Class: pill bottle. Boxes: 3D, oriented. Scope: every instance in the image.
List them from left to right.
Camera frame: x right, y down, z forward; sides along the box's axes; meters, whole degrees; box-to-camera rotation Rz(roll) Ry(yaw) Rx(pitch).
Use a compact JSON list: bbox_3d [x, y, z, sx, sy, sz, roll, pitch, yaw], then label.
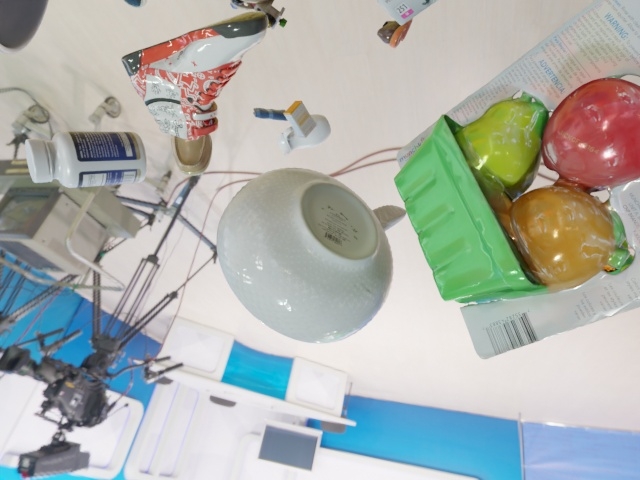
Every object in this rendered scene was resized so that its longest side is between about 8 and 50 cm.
[{"bbox_3d":[-0.402,-0.141,0.708,0.169,0.094,0.094,-13,169,-41],"label":"pill bottle"}]

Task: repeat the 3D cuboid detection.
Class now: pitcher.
[{"bbox_3d":[-0.061,-0.433,1.630,0.125,0.207,0.178,62,167,3],"label":"pitcher"}]

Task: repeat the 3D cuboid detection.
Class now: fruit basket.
[{"bbox_3d":[0.280,-0.075,0.474,0.353,0.327,0.165,-32,151,29],"label":"fruit basket"}]

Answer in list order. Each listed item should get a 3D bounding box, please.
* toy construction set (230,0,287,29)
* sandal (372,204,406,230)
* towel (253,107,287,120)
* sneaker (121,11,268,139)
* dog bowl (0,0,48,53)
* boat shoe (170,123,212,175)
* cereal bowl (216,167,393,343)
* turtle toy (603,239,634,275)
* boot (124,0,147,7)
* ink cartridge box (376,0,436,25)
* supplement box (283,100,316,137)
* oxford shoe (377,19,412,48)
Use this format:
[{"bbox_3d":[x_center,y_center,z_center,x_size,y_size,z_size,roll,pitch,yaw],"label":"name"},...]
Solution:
[{"bbox_3d":[-0.196,-1.031,1.678,0.237,0.257,0.309,35,141,-15],"label":"toy construction set"},{"bbox_3d":[0.107,-0.005,0.972,0.102,0.265,0.076,31,137,47],"label":"sandal"},{"bbox_3d":[-0.172,-0.440,1.423,0.119,0.067,0.029,0,121,-20],"label":"towel"},{"bbox_3d":[-0.170,-0.239,0.621,0.270,0.090,0.145,-1,125,29],"label":"sneaker"},{"bbox_3d":[-0.508,-0.436,0.621,0.104,0.265,0.265,16,150,-21],"label":"dog bowl"},{"bbox_3d":[-0.396,-0.359,1.225,0.121,0.341,0.110,-7,161,-8],"label":"boat shoe"},{"bbox_3d":[0.000,0.000,0.729,0.339,0.339,0.141,26,136,-20],"label":"cereal bowl"},{"bbox_3d":[0.502,0.041,0.710,0.066,0.130,0.095,48,147,10],"label":"turtle toy"},{"bbox_3d":[-0.430,-0.698,0.957,0.088,0.176,0.244,16,150,0],"label":"boot"},{"bbox_3d":[0.275,-0.852,1.318,0.239,0.060,0.275,28,167,-26],"label":"ink cartridge box"},{"bbox_3d":[-0.063,-0.378,1.279,0.036,0.062,0.098,17,152,45],"label":"supplement box"},{"bbox_3d":[0.309,-0.878,1.683,0.098,0.271,0.097,28,133,4],"label":"oxford shoe"}]
